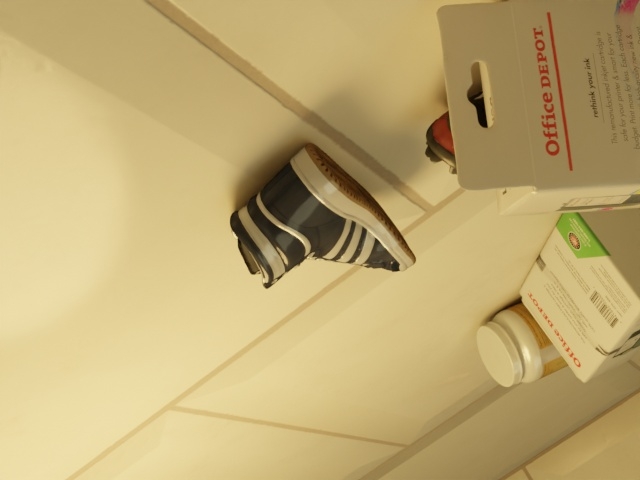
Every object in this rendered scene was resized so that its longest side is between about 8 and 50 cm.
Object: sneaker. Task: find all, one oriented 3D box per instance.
[{"bbox_3d":[0.000,0.000,1.197,0.153,0.099,0.282,-40,146,8],"label":"sneaker"},{"bbox_3d":[0.243,-0.161,1.170,0.276,0.098,0.135,-19,152,-26],"label":"sneaker"}]

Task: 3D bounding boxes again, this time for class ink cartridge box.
[{"bbox_3d":[0.473,0.077,1.695,0.121,0.211,0.289,-22,154,-20],"label":"ink cartridge box"},{"bbox_3d":[0.288,-0.140,1.050,0.353,0.207,0.119,-3,169,-9],"label":"ink cartridge box"}]

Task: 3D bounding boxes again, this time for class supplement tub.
[{"bbox_3d":[0.408,0.179,1.879,0.199,0.144,0.144,-21,152,-17],"label":"supplement tub"}]
